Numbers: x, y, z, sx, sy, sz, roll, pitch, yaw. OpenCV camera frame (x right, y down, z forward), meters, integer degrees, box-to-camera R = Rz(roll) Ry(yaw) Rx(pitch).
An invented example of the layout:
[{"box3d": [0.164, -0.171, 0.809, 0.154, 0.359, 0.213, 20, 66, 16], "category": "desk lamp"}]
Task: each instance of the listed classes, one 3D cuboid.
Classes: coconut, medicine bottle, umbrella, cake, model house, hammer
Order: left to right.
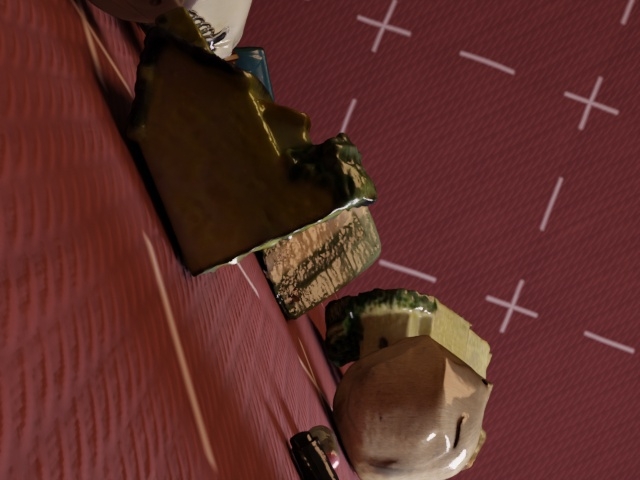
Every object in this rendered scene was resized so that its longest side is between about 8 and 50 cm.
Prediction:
[{"box3d": [-0.137, -0.229, 1.858, 0.079, 0.124, 0.258, -120, -164, -74], "category": "medicine bottle"}, {"box3d": [-0.068, -0.094, 0.923, 0.194, 0.170, 0.211, -2, 67, -86], "category": "model house"}, {"box3d": [-0.002, 0.002, 1.565, 0.158, 0.172, 0.283, 63, 4, -7], "category": "cake"}, {"box3d": [0.007, 0.229, 1.074, 0.052, 0.031, 0.083, -107, -177, -57], "category": "hammer"}, {"box3d": [0.009, 0.235, 0.969, 0.133, 0.031, 0.036, 65, -24, -4], "category": "umbrella"}, {"box3d": [0.136, 0.263, 1.856, 0.321, 0.261, 0.266, 37, 49, -49], "category": "model house"}, {"box3d": [0.132, 0.234, 1.445, 0.224, 0.224, 0.224, -25, 90, -88], "category": "coconut"}]

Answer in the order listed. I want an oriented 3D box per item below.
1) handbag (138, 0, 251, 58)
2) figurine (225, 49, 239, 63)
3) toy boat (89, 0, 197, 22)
[{"box3d": [-0.136, -0.371, 1.092, 0.358, 0.160, 0.237, 119, -49, -66], "category": "handbag"}, {"box3d": [-0.195, -0.314, 1.697, 0.154, 0.082, 0.098, 66, 15, -1], "category": "figurine"}, {"box3d": [-0.183, -0.296, 0.883, 0.141, 0.141, 0.269, -111, 178, -65], "category": "toy boat"}]
